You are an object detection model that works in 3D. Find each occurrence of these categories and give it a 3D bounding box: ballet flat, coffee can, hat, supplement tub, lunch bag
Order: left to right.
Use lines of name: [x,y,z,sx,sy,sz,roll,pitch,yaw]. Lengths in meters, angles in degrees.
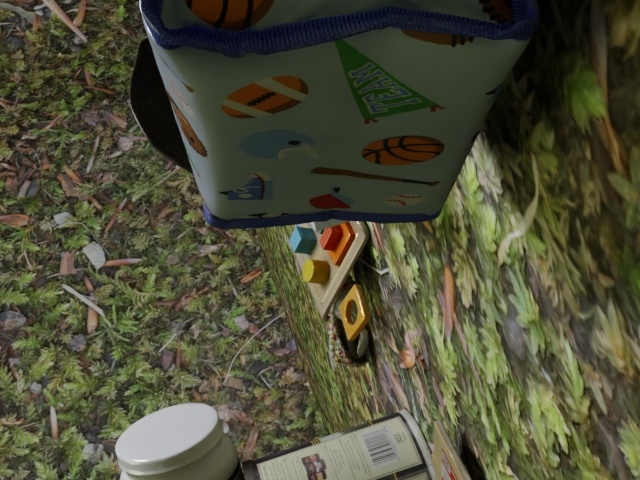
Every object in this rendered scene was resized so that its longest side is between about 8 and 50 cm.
supplement tub: [-0.208,0.422,1.368,0.191,0.191,0.272,-132,26,-71]
hat: [-0.078,-0.207,1.081,0.134,0.331,0.331,-56,43,38]
lunch bag: [-0.013,-0.234,0.587,0.328,0.238,0.386,103,165,-75]
coffee can: [0.037,0.403,1.335,0.201,0.275,0.202,164,90,-82]
ballet flat: [0.048,0.132,1.476,0.077,0.091,0.241,26,146,36]

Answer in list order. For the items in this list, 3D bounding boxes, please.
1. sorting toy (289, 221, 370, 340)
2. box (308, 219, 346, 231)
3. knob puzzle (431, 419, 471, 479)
sorting toy: [0.000,0.000,1.337,0.196,0.047,0.348,-67,32,33]
box: [0.026,-0.085,0.933,0.170,0.130,0.091,-133,26,-73]
knob puzzle: [0.188,0.342,1.062,0.213,0.029,0.213,163,90,-81]
